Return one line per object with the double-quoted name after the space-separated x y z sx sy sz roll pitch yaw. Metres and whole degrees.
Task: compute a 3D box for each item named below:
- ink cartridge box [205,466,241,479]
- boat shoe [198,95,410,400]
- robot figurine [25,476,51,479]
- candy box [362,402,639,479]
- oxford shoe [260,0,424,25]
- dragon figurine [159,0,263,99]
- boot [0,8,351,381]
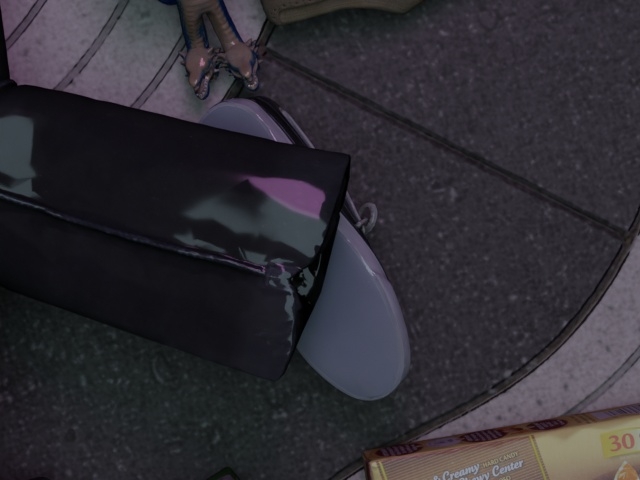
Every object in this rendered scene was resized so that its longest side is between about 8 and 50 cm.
-0.122 0.294 1.644 0.160 0.219 0.093 -33 92 -2 "ink cartridge box"
-0.003 0.002 1.704 0.113 0.105 0.306 -40 82 27 "boat shoe"
-0.356 0.309 1.661 0.278 0.173 0.209 -20 81 -2 "robot figurine"
0.209 0.264 1.724 0.316 0.087 0.183 -9 91 -2 "candy box"
0.098 -0.286 1.721 0.348 0.123 0.130 -11 130 -10 "oxford shoe"
-0.129 -0.270 1.705 0.085 0.144 0.289 -18 72 -1 "dragon figurine"
-0.185 -0.108 1.589 0.445 0.146 0.367 19 106 11 "boot"
